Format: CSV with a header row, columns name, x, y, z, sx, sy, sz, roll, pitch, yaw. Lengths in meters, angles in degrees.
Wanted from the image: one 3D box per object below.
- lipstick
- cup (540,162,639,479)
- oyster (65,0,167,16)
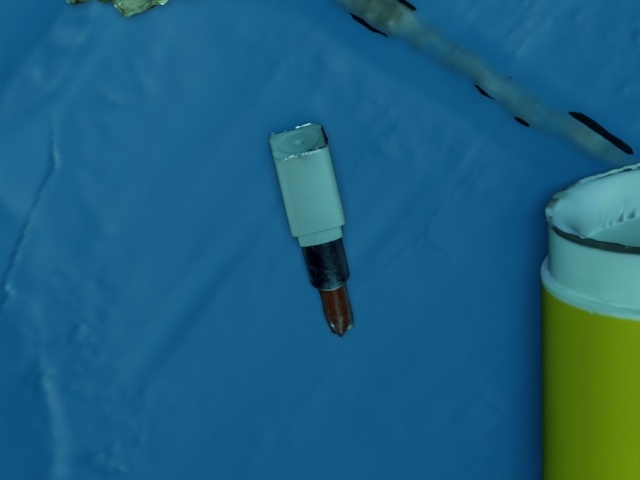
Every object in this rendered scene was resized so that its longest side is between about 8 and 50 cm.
name,x,y,z,sx,sy,sz,roll,pitch,yaw
lipstick,0.000,0.000,0.772,0.025,0.025,0.107,-13,122,-1
cup,0.178,0.111,0.771,0.196,0.196,0.279,-11,108,-4
oyster,-0.054,-0.159,0.674,0.165,0.053,0.108,-50,139,6
